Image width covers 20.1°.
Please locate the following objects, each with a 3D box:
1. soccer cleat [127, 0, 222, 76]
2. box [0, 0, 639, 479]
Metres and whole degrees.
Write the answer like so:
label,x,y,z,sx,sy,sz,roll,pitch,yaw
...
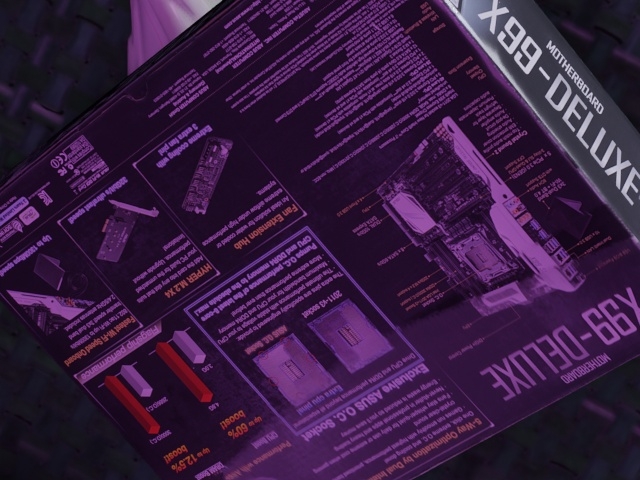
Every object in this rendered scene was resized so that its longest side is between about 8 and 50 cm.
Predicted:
label,x,y,z,sx,sy,sz,roll,pitch,yaw
soccer cleat,-0.068,-0.116,0.950,0.076,0.068,0.196,3,107,1
box,0.000,0.000,0.884,0.307,0.076,0.242,-35,102,33
